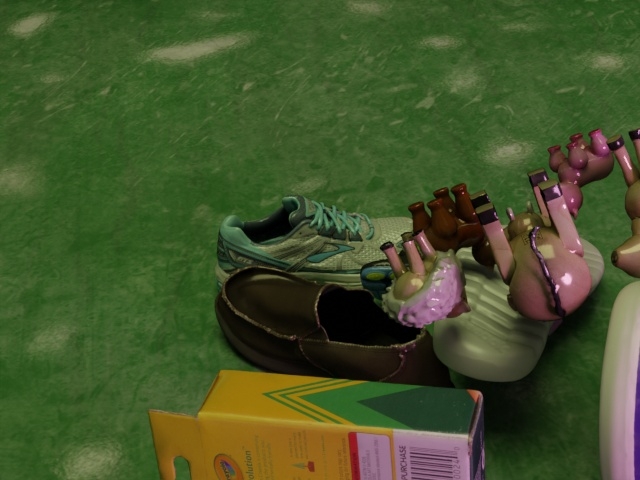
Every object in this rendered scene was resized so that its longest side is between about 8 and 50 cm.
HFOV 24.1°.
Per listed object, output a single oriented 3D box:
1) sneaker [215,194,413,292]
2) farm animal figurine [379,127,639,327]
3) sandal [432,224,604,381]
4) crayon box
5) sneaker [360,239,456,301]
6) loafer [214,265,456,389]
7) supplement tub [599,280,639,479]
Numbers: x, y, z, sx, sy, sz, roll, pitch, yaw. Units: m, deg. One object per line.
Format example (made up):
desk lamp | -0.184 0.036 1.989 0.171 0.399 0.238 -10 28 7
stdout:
sneaker | 0.000 0.000 1.954 0.283 0.122 0.110 -12 31 -11
farm animal figurine | 0.255 0.005 1.607 0.330 0.172 0.327 -19 9 22
sandal | 0.220 0.080 1.796 0.169 0.102 0.416 23 26 17
crayon box | 0.001 0.236 1.481 0.319 0.202 0.081 4 31 14
sneaker | 0.128 0.028 1.931 0.188 0.067 0.078 -16 51 -28
loafer | 0.017 0.095 1.785 0.366 0.130 0.134 22 40 38
supplement tub | 0.456 0.164 1.479 0.331 0.241 0.241 3 31 20
